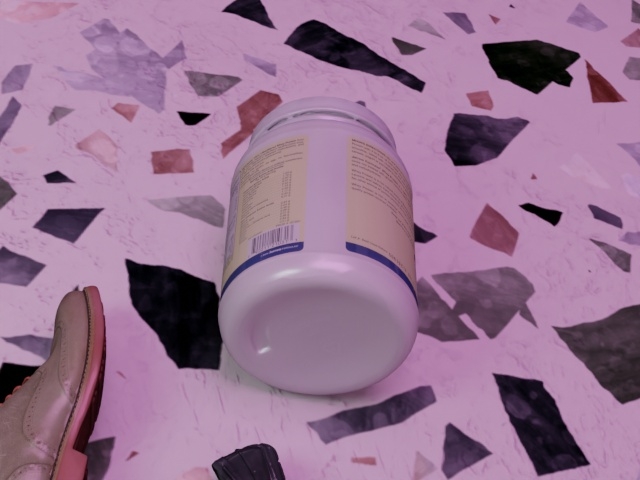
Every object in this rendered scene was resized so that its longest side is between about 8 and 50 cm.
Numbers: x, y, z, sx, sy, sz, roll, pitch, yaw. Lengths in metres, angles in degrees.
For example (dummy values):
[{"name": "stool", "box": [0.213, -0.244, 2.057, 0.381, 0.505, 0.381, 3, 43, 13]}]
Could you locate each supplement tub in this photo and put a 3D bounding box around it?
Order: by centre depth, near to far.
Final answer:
[{"name": "supplement tub", "box": [0.000, 0.000, 1.527, 0.235, 0.235, 0.325, 11, 45, -10]}]

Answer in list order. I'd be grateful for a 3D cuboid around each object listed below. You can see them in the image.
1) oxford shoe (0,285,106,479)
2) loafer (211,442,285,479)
[{"name": "oxford shoe", "box": [-0.303, 0.181, 1.324, 0.130, 0.123, 0.348, 7, 44, -6]}, {"name": "loafer", "box": [-0.058, 0.321, 1.317, 0.078, 0.076, 0.223, -14, 54, -13]}]
